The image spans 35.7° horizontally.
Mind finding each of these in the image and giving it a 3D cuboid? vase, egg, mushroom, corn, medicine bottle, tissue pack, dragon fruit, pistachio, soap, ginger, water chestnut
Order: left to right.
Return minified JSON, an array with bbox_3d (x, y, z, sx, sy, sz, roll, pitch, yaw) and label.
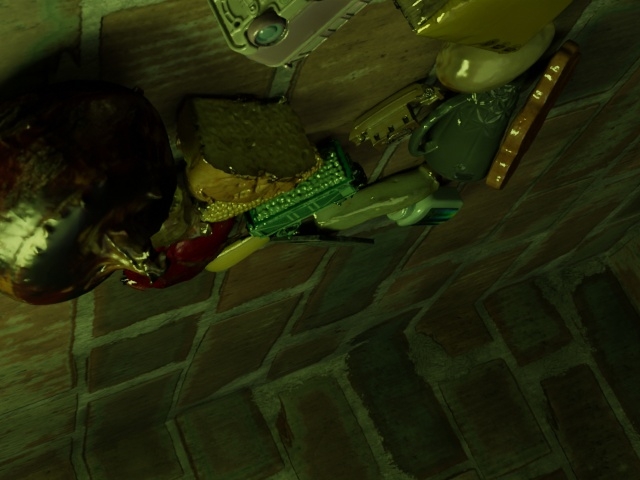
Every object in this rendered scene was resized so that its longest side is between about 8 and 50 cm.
[{"bbox_3d":[-0.328,-0.050,1.362,0.350,0.302,0.350,-43,167,-13],"label":"water chestnut"},{"bbox_3d":[-0.344,-0.028,1.755,0.270,0.123,0.219,-25,161,31],"label":"ginger"},{"bbox_3d":[-0.277,0.014,2.000,0.282,0.100,0.343,-27,163,-11],"label":"dragon fruit"},{"bbox_3d":[-0.204,-0.114,1.761,0.080,0.080,0.096,-23,151,-10],"label":"egg"},{"bbox_3d":[-0.186,0.025,2.239,0.168,0.033,0.089,-29,164,11],"label":"soap"},{"bbox_3d":[-0.119,-0.112,1.864,0.260,0.091,0.091,-24,164,-9],"label":"corn"},{"bbox_3d":[0.132,-0.092,2.269,0.312,0.081,0.100,-22,154,-8],"label":"mushroom"},{"bbox_3d":[0.244,-0.084,2.432,0.121,0.083,0.229,-35,161,33],"label":"medicine bottle"},{"bbox_3d":[0.302,-0.249,1.977,0.251,0.156,0.301,-14,153,-23],"label":"vase"},{"bbox_3d":[0.256,-0.392,1.517,0.271,0.134,0.192,-4,151,-50],"label":"tissue pack"},{"bbox_3d":[0.301,-0.333,1.738,0.215,0.144,0.144,-23,162,-3],"label":"pistachio"}]

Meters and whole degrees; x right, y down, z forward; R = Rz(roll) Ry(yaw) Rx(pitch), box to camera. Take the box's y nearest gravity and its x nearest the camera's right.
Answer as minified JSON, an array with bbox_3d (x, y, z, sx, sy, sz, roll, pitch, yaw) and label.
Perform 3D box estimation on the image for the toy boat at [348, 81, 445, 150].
[{"bbox_3d":[0.146,-0.233,1.898,0.200,0.077,0.057,-31,160,16],"label":"toy boat"}]

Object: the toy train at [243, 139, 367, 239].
[{"bbox_3d":[-0.042,-0.095,1.990,0.269,0.115,0.154,-25,158,8],"label":"toy train"}]

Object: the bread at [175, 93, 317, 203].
[{"bbox_3d":[-0.142,-0.143,1.658,0.260,0.160,0.147,-11,165,-47],"label":"bread"}]

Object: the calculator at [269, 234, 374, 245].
[{"bbox_3d":[0.000,0.000,2.328,0.161,0.021,0.261,-2,177,34],"label":"calculator"}]

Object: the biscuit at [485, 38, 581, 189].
[{"bbox_3d":[0.433,-0.255,2.044,0.334,0.047,0.202,-62,165,12],"label":"biscuit"}]

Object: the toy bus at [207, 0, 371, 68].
[{"bbox_3d":[-0.034,-0.329,1.292,0.202,0.142,0.142,-36,159,26],"label":"toy bus"}]
